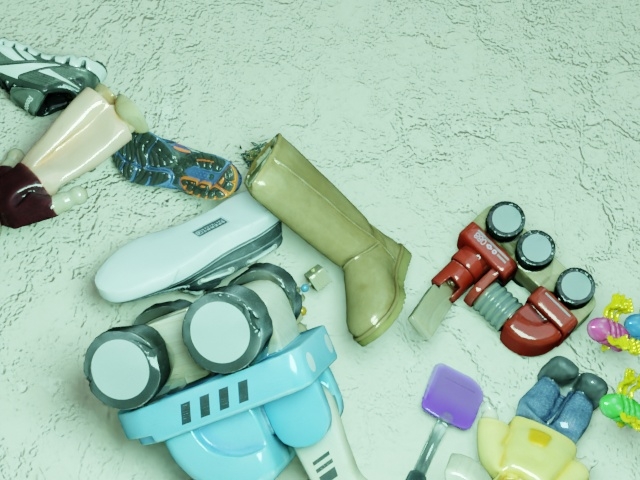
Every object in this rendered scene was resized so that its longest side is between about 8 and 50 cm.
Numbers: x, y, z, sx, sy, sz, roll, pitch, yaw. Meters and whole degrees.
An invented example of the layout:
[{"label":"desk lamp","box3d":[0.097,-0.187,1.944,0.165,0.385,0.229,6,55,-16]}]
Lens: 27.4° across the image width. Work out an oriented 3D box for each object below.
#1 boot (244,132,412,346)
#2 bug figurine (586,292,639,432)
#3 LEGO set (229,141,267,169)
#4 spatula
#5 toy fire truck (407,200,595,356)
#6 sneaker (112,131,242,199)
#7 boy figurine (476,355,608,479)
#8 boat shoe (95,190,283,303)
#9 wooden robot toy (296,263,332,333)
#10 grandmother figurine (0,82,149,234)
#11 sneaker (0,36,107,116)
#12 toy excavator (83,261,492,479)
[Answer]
[{"label":"boot","box3d":[0.000,0.000,1.861,0.269,0.089,0.236,41,28,-15]},{"label":"bug figurine","box3d":[0.452,0.199,1.865,0.216,0.072,0.279,28,50,-43]},{"label":"LEGO set","box3d":[-0.114,-0.122,2.027,0.083,0.023,0.054,-24,66,-4]},{"label":"spatula","box3d":[0.150,0.305,1.842,0.084,0.030,0.296,26,63,3]},{"label":"toy fire truck","box3d":[0.250,0.090,1.908,0.246,0.158,0.217,-41,76,-11]},{"label":"sneaker","box3d":[-0.216,-0.109,1.979,0.221,0.087,0.083,22,95,18]},{"label":"boy figurine","box3d":[0.290,0.288,1.813,0.177,0.092,0.285,33,51,9]},{"label":"boat shoe","box3d":[-0.181,0.031,1.893,0.301,0.102,0.108,-30,42,-28]},{"label":"wooden robot toy","box3d":[-0.045,0.116,1.905,0.173,0.076,0.079,-44,112,-24]},{"label":"grandmother figurine","box3d":[-0.417,-0.089,1.904,0.342,0.104,0.208,-44,31,-15]},{"label":"sneaker","box3d":[-0.451,-0.244,2.008,0.234,0.078,0.106,10,61,-5]},{"label":"toy excavator","box3d":[-0.031,0.252,1.731,0.433,0.222,0.445,-21,94,14]}]
